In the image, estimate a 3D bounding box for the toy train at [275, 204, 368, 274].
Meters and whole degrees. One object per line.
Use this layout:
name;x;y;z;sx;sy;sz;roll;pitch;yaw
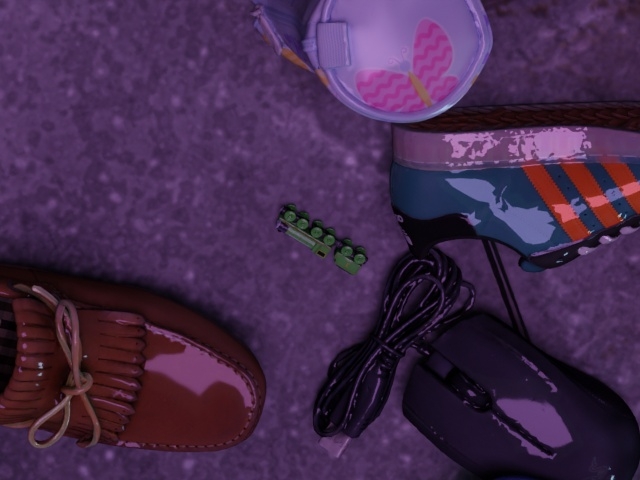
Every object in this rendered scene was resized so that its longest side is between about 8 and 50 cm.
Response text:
toy train;0.000;0.000;1.444;0.083;0.017;0.023;31;114;-12

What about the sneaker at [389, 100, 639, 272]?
sneaker;0.205;-0.039;1.402;0.302;0.108;0.121;0;109;5

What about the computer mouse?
computer mouse;0.145;0.145;1.470;0.272;0.072;0.188;29;103;-12

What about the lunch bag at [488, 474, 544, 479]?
lunch bag;0.181;0.346;1.492;0.243;0.115;0.303;16;121;-15

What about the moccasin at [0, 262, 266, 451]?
moccasin;-0.227;0.084;1.389;0.380;0.147;0.139;22;105;-10

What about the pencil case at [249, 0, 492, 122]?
pencil case;0.029;-0.156;1.265;0.124;0.273;0.113;9;101;-13
